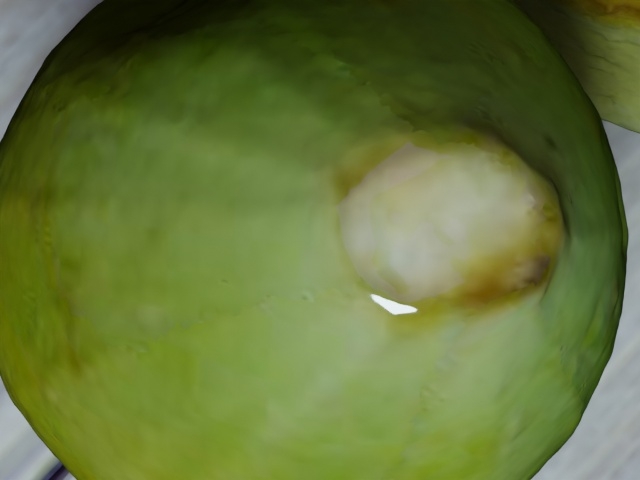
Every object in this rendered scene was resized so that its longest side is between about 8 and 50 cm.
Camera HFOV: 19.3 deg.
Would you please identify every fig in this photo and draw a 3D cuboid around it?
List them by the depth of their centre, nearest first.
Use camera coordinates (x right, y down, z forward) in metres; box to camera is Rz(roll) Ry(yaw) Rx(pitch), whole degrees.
[{"bbox_3d":[0.002,-0.007,0.595,0.207,0.230,0.207,13,55,-19],"label":"fig"}]

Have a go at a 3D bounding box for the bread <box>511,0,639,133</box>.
[{"bbox_3d":[0.215,-0.214,0.617,0.244,0.233,0.362,21,77,11],"label":"bread"}]
